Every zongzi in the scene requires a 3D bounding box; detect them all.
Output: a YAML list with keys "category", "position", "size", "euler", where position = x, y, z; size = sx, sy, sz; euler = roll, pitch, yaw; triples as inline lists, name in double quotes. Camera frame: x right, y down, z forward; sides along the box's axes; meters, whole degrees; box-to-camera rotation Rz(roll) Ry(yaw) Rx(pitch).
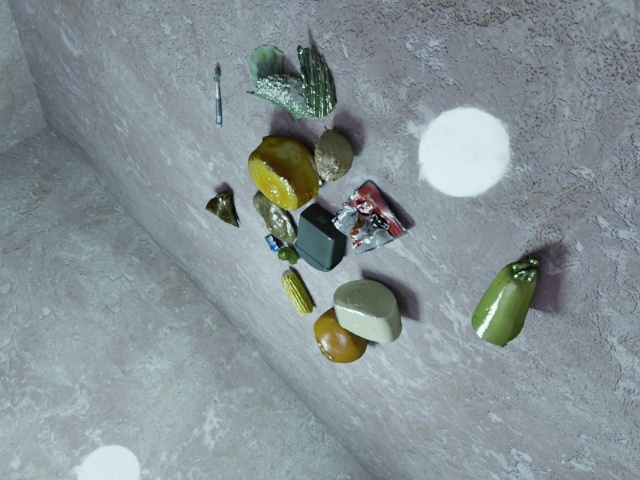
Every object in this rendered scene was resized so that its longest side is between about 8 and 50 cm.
- category: "zongzi"
  position: [-0.394, -0.133, 2.229]
  size: [0.184, 0.084, 0.187]
  euler: [40, 151, -16]

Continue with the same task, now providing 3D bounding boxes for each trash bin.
- category: "trash bin"
  position: [0.000, 0.000, 1.800]
  size: [0.176, 0.101, 0.236]
  euler: [39, 149, 20]

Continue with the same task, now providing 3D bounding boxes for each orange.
- category: "orange"
  position: [0.075, 0.401, 2.127]
  size: [0.249, 0.183, 0.249]
  euler: [36, 153, 22]

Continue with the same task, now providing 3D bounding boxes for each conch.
- category: "conch"
  position: [-0.132, 0.071, 2.106]
  size: [0.089, 0.074, 0.121]
  euler: [61, -177, 23]

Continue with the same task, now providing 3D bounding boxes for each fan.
- category: "fan"
  position: [-0.159, -0.485, 1.479]
  size: [0.131, 0.009, 0.240]
  euler: [50, 154, 1]

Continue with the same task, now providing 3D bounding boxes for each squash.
- category: "squash"
  position: [0.481, 0.122, 1.272]
  size: [0.137, 0.137, 0.288]
  euler: [33, 136, 27]

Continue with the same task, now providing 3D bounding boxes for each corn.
- category: "corn"
  position: [-0.104, 0.238, 2.284]
  size: [0.081, 0.081, 0.249]
  euler: [14, 137, 48]

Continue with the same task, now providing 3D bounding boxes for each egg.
- category: "egg"
  position: [0.035, -0.233, 1.413]
  size: [0.118, 0.116, 0.140]
  euler: [30, 123, 40]

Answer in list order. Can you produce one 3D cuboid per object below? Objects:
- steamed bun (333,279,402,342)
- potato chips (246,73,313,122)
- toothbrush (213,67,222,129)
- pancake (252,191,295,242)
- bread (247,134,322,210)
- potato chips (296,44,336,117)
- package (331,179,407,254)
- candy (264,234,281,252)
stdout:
- category: "steamed bun"
  position: [0.174, 0.246, 1.807]
  size: [0.250, 0.155, 0.200]
  euler: [17, 144, 35]
- category: "potato chips"
  position: [-0.117, -0.407, 1.461]
  size: [0.167, 0.059, 0.228]
  euler: [40, 157, -30]
- category: "toothbrush"
  position: [-0.352, -0.477, 1.752]
  size: [0.024, 0.026, 0.288]
  euler: [4, 152, -8]
- category: "pancake"
  position: [-0.185, -0.087, 2.011]
  size: [0.222, 0.042, 0.236]
  euler: [27, 145, 42]
- category: "bread"
  position: [-0.114, -0.213, 1.627]
  size: [0.268, 0.145, 0.268]
  euler: [37, 155, 20]
- category: "potato chips"
  position: [-0.008, -0.409, 1.323]
  size: [0.091, 0.028, 0.208]
  euler: [6, 136, 16]
- category: "package"
  position: [0.141, -0.054, 1.563]
  size: [0.194, 0.071, 0.269]
  euler: [46, 140, -2]
- category: "candy"
  position: [-0.206, 0.019, 2.189]
  size: [0.088, 0.038, 0.136]
  euler: [55, 162, -7]
